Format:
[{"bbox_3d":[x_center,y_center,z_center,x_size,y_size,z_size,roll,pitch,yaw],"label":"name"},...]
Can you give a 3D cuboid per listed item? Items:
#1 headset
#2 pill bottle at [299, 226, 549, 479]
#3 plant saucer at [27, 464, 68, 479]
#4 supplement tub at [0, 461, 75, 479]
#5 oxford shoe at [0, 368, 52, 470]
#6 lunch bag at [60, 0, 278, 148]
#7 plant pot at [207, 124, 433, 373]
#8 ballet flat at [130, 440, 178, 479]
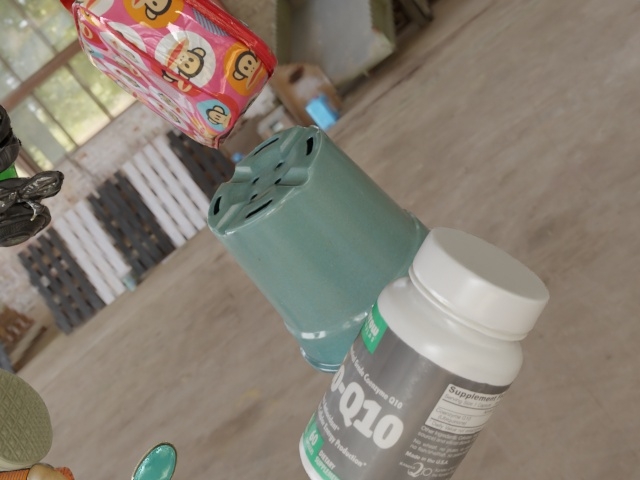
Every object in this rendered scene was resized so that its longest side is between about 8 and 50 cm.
[{"bbox_3d":[-0.493,-0.105,1.495,0.185,0.243,0.394,-21,19,-8],"label":"headset"},{"bbox_3d":[0.135,0.177,1.245,0.204,0.204,0.361,-84,20,-70],"label":"pill bottle"},{"bbox_3d":[-0.290,0.281,1.025,0.083,0.083,0.015,-26,8,40],"label":"plant saucer"},{"bbox_3d":[-0.524,0.443,1.621,0.190,0.117,0.117,-7,21,7],"label":"supplement tub"},{"bbox_3d":[-0.580,0.283,1.466,0.130,0.169,0.449,-21,-18,17],"label":"oxford shoe"},{"bbox_3d":[-0.194,-0.229,1.132,0.120,0.258,0.293,-58,10,-8],"label":"lunch bag"},{"bbox_3d":[0.000,0.000,1.663,0.341,0.334,0.341,-32,30,21],"label":"plant pot"},{"bbox_3d":[-0.383,0.548,2.074,0.248,0.086,0.086,-65,17,-2],"label":"ballet flat"}]
